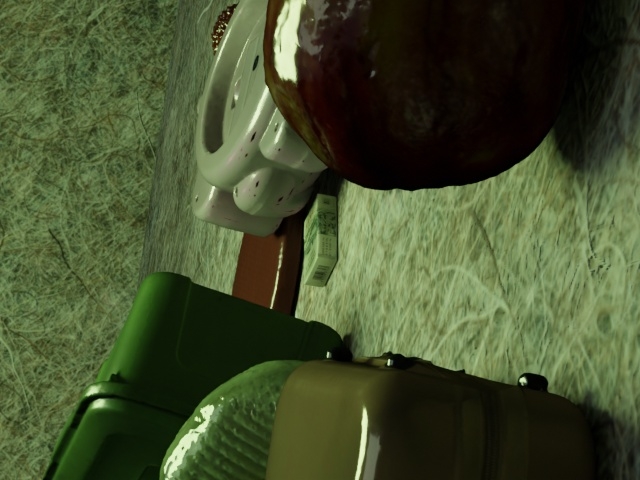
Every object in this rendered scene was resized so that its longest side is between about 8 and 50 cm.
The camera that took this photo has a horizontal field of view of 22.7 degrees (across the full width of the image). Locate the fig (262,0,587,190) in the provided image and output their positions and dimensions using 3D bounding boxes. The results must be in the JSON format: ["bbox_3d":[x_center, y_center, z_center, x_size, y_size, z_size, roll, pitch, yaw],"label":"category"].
[{"bbox_3d":[0.069,-0.150,1.028,0.263,0.224,0.224,119,158,-48],"label":"fig"}]

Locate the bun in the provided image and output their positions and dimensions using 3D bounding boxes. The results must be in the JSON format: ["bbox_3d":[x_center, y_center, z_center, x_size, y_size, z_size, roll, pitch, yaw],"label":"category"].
[{"bbox_3d":[-0.024,0.205,1.339,0.212,0.204,0.126,-43,-5,13],"label":"bun"}]

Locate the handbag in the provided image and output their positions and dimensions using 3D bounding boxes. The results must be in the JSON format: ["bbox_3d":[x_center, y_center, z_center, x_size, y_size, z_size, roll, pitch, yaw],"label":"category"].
[{"bbox_3d":[0.048,0.212,0.996,0.302,0.149,0.283,174,103,-76],"label":"handbag"}]

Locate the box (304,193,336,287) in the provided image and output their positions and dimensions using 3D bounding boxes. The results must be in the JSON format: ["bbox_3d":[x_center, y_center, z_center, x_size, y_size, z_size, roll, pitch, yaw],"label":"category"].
[{"bbox_3d":[0.000,0.000,1.663,0.054,0.024,0.083,112,162,-52],"label":"box"}]

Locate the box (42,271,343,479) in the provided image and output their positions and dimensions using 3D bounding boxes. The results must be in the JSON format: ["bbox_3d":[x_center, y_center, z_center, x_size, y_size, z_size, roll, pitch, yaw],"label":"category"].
[{"bbox_3d":[-0.118,0.178,1.583,0.329,0.252,0.178,127,162,-60],"label":"box"}]

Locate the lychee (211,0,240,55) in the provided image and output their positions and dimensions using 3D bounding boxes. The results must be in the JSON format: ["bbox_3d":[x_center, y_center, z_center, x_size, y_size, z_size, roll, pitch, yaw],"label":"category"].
[{"bbox_3d":[-0.076,-0.237,1.974,0.129,0.123,0.123,65,173,-11],"label":"lychee"}]

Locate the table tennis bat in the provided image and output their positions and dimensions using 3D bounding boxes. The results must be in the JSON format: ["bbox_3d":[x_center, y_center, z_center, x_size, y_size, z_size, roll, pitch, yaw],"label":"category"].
[{"bbox_3d":[-0.082,0.103,1.913,0.268,0.051,0.415,-166,87,-77],"label":"table tennis bat"}]

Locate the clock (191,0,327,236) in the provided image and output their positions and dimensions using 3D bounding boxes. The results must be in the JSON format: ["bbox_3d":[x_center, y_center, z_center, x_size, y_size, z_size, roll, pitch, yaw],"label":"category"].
[{"bbox_3d":[-0.040,-0.168,1.719,0.322,0.113,0.295,154,130,-68],"label":"clock"}]
